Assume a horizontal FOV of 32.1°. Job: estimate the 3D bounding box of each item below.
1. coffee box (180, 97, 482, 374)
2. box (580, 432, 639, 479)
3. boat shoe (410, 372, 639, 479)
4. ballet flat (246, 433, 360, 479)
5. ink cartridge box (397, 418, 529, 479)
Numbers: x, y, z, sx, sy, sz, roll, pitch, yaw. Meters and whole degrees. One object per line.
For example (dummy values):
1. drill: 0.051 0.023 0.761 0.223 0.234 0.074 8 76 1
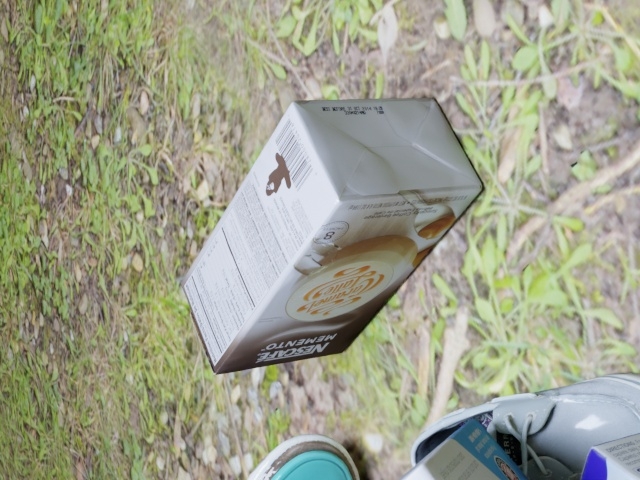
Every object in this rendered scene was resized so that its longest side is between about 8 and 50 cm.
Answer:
1. coffee box: 0.000 0.000 0.909 0.246 0.141 0.098 -54 52 45
2. box: 0.229 0.164 0.606 0.137 0.126 0.072 37 125 48
3. boat shoe: 0.146 0.143 0.762 0.227 0.081 0.079 -25 73 54
4. ballet flat: -0.040 0.359 1.038 0.139 0.139 0.400 16 108 54
5. ink cartridge box: 0.092 0.276 0.631 0.197 0.198 0.270 -43 79 10
